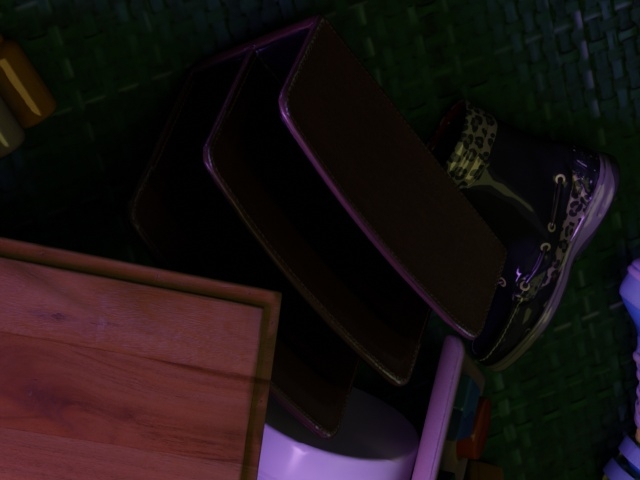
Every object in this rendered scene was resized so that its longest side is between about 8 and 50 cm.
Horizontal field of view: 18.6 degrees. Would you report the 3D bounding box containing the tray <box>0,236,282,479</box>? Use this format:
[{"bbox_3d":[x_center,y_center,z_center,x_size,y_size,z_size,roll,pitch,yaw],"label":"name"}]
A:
[{"bbox_3d":[-0.235,0.103,1.460,0.411,0.076,0.202,12,80,-27],"label":"tray"}]

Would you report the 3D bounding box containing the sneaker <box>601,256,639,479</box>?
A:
[{"bbox_3d":[0.344,0.177,1.966,0.208,0.127,0.319,-40,119,-1],"label":"sneaker"}]

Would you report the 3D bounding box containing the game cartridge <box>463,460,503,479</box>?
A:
[{"bbox_3d":[0.123,0.417,1.905,0.053,0.285,0.323,11,110,1],"label":"game cartridge"}]

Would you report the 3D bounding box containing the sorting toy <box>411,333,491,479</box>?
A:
[{"bbox_3d":[0.109,0.255,1.807,0.041,0.229,0.307,11,78,12],"label":"sorting toy"}]

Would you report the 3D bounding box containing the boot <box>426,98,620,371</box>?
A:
[{"bbox_3d":[0.155,-0.006,1.842,0.179,0.085,0.236,23,104,-23],"label":"boot"}]

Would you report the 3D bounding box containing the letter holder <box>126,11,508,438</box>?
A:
[{"bbox_3d":[0.000,0.000,1.677,0.152,0.214,0.302,-17,126,36],"label":"letter holder"}]

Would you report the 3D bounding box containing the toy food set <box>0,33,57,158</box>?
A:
[{"bbox_3d":[-0.337,-0.086,1.606,0.232,0.111,0.104,-33,108,-3],"label":"toy food set"}]

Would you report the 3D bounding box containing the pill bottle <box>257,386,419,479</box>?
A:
[{"bbox_3d":[-0.038,0.324,1.839,0.210,0.210,0.363,9,109,-24],"label":"pill bottle"}]
